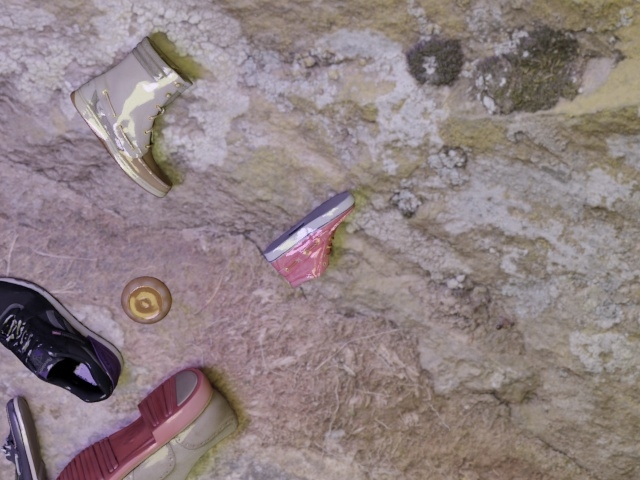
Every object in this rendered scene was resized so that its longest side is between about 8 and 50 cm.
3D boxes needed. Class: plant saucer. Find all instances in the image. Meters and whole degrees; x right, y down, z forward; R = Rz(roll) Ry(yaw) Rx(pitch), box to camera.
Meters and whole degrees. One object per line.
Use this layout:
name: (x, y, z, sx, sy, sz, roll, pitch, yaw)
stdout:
plant saucer: (-0.287, 0.101, 1.751, 0.083, 0.015, 0.084, -1, 106, -3)

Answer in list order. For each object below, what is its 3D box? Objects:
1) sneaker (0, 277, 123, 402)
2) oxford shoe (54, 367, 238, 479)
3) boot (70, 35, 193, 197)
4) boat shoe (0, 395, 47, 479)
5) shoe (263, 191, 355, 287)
sneaker: (-0.445, 0.159, 1.701, 0.283, 0.124, 0.107, 32, 101, -11)
oxford shoe: (-0.305, 0.390, 1.756, 0.397, 0.140, 0.146, -39, 119, 2)
boot: (-0.259, -0.188, 1.643, 0.165, 0.077, 0.213, -37, 101, 5)
boat shoe: (-0.506, 0.359, 1.780, 0.064, 0.075, 0.206, -9, 110, -4)
shoe: (0.000, 0.000, 1.717, 0.178, 0.063, 0.081, -36, 105, 12)
